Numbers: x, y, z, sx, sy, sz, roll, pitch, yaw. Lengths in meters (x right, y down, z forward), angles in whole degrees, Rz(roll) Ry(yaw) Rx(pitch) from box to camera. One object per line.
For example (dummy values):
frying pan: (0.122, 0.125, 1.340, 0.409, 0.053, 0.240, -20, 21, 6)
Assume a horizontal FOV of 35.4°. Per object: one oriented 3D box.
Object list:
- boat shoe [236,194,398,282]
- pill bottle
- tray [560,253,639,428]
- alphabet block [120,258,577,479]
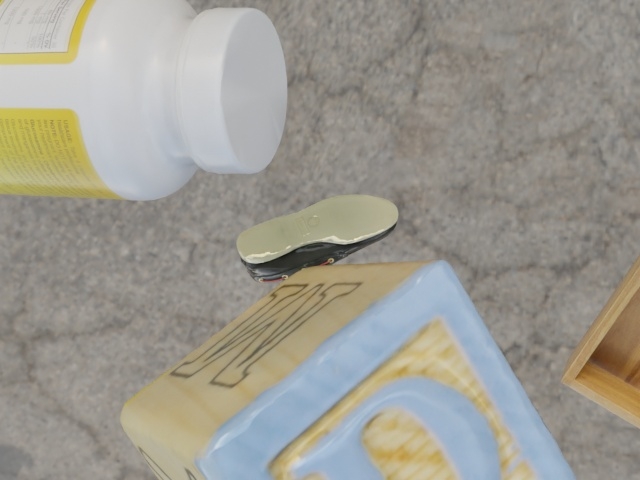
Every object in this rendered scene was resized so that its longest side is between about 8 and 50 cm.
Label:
boat shoe: (0.000, -0.001, 0.815, 0.133, 0.049, 0.042, -17, 140, 1)
pill bottle: (-0.114, -0.071, 0.481, 0.184, 0.103, 0.103, 4, 135, 20)
tray: (0.465, 0.052, 1.134, 0.203, 0.076, 0.411, 30, 123, 9)
alphabet block: (0.011, 0.140, 0.664, 0.192, 0.193, 0.197, 60, 157, -12)
